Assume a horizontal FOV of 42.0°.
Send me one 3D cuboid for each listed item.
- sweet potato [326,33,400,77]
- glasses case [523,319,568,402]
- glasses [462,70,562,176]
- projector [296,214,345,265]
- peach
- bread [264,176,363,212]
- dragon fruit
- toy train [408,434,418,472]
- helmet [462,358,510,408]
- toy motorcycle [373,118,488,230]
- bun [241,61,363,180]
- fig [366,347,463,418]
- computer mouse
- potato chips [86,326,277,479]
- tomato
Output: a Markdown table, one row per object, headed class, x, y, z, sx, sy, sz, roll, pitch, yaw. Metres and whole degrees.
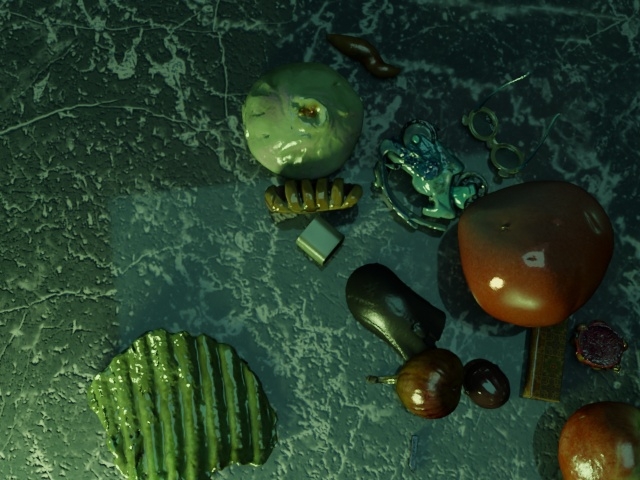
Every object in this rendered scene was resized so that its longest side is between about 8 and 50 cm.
| class | x | y | z | sx | sy | sz | roll | pitch | yaw |
| --- | --- | --- | --- | --- | --- | --- | --- | --- | --- |
| sweet potato | 0.104 | -0.458 | 2.037 | 0.202 | 0.058 | 0.055 | 34 | 61 | 6 |
| glasses case | 0.518 | 0.257 | 1.915 | 0.075 | 0.049 | 0.218 | 10 | 80 | -5 |
| glasses | 0.465 | -0.281 | 1.948 | 0.088 | 0.220 | 0.190 | -24 | 77 | -44 |
| projector | 0.000 | 0.000 | 1.940 | 0.082 | 0.083 | 0.083 | 40 | 82 | 6 |
| peach | 0.621 | 0.476 | 1.800 | 0.232 | 0.257 | 0.232 | 19 | 45 | -20 |
| bread | -0.016 | -0.105 | 1.931 | 0.225 | 0.134 | 0.081 | -5 | 89 | -1 |
| dragon fruit | 0.637 | 0.245 | 1.912 | 0.126 | 0.068 | 0.112 | 24 | 69 | 16 |
| toy train | 0.210 | 0.484 | 1.889 | 0.017 | 0.017 | 0.083 | 7 | 80 | 3 |
| helmet | 0.379 | 0.326 | 1.891 | 0.098 | 0.070 | 0.123 | -40 | 84 | -6 |
| toy motorcycle | 0.245 | -0.146 | 1.946 | 0.206 | 0.154 | 0.260 | -43 | 86 | 16 |
| bun | -0.044 | -0.290 | 1.941 | 0.293 | 0.187 | 0.293 | 0 | 80 | 2 |
| fig | 0.236 | 0.328 | 1.867 | 0.148 | 0.202 | 0.149 | -15 | 77 | -38 |
| computer mouse | 0.171 | 0.163 | 1.916 | 0.264 | 0.088 | 0.147 | 39 | 84 | 3 |
| potato chips | -0.314 | 0.387 | 1.864 | 0.373 | 0.097 | 0.389 | -32 | 83 | -7 |
| tomato | 0.460 | 0.013 | 1.809 | 0.272 | 0.341 | 0.341 | 40 | 80 | -35 |
